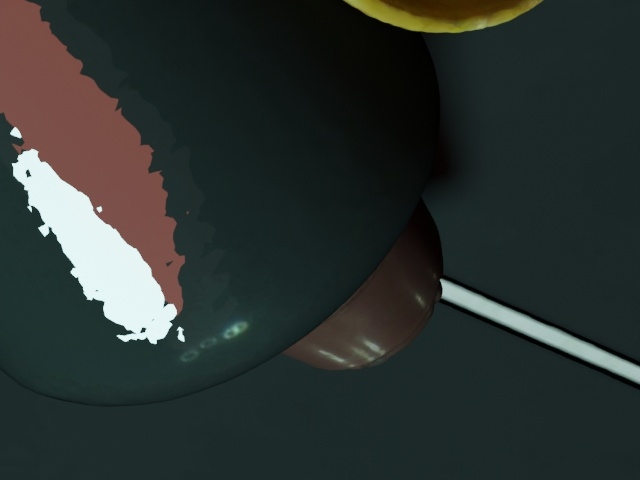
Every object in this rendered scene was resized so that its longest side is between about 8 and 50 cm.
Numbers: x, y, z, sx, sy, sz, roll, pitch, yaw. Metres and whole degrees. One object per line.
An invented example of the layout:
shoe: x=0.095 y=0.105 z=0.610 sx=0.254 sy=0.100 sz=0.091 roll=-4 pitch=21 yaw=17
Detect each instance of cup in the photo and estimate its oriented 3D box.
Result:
cup: x=-0.088 y=-0.052 z=0.527 sx=0.223 sy=0.169 sz=0.176 roll=-6 pitch=137 yaw=33

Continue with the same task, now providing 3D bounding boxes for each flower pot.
flower pot: x=0.000 y=0.000 z=0.633 sx=0.111 sy=0.111 sz=0.089 roll=-20 pitch=150 yaw=21

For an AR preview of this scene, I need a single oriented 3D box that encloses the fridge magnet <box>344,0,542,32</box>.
fridge magnet: x=0.042 y=-0.126 z=0.465 sx=0.143 sy=0.143 sz=0.063 roll=41 pitch=168 yaw=-37
